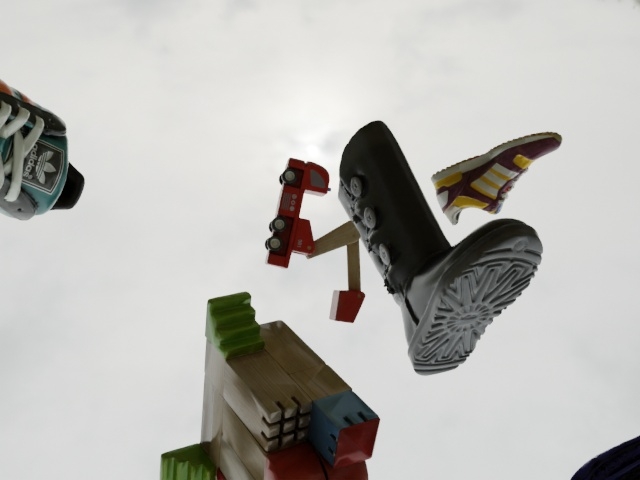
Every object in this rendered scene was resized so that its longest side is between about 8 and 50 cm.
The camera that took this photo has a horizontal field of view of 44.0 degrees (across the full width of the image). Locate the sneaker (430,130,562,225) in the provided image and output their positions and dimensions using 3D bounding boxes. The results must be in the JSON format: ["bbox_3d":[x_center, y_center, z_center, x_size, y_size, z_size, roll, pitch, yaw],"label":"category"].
[{"bbox_3d":[0.242,-0.082,1.055,0.185,0.084,0.069,-22,176,33],"label":"sneaker"}]

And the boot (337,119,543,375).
[{"bbox_3d":[0.178,-0.048,1.386,0.146,0.367,0.445,2,-132,-25],"label":"boot"}]

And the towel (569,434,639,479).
[{"bbox_3d":[0.353,0.298,0.872,0.227,0.308,0.076,-21,-132,-7],"label":"towel"}]

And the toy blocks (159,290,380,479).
[{"bbox_3d":[-0.030,0.277,0.840,0.190,0.381,0.261,-10,-150,-32],"label":"toy blocks"}]

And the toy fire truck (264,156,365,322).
[{"bbox_3d":[0.000,0.000,1.008,0.135,0.192,0.047,13,176,-8],"label":"toy fire truck"}]

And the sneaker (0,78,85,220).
[{"bbox_3d":[-0.255,-0.082,0.602,0.121,0.302,0.108,21,-95,-2],"label":"sneaker"}]
